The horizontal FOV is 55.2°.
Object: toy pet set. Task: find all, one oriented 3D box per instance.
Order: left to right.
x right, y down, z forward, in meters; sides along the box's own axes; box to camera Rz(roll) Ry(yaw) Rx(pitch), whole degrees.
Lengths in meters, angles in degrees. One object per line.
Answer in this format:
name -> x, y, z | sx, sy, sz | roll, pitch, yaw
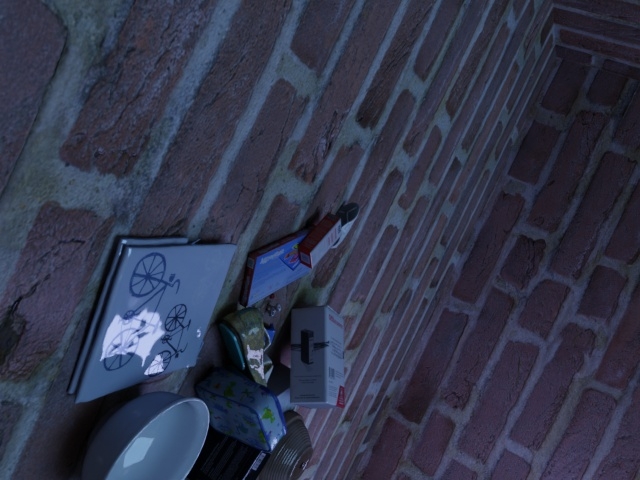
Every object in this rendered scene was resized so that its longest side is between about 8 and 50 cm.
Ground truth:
toy pet set -> -0.144, 0.208, 1.576 | 0.122, 0.065, 0.114 | -13, 125, -60

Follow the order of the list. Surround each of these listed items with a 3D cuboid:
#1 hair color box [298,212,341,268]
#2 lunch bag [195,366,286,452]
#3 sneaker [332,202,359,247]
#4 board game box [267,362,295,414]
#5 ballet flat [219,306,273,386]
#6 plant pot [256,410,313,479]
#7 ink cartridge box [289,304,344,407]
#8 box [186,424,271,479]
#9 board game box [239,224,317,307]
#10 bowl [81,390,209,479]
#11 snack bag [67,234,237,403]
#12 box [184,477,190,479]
hair color box -> 0.000, 0.000, 1.621 | 0.141, 0.043, 0.072 | -48, 151, -30
lunch bag -> -0.191, 0.411, 1.479 | 0.090, 0.218, 0.176 | -43, 131, -41
sneaker -> 0.062, -0.043, 1.771 | 0.152, 0.053, 0.061 | -55, 164, -4
board game box -> -0.176, 0.545, 1.808 | 0.224, 0.097, 0.304 | -20, 130, -56
ballet flat -> -0.174, 0.299, 1.535 | 0.123, 0.123, 0.349 | -43, 146, -38
plant pot -> -0.098, 0.635, 1.805 | 0.237, 0.109, 0.237 | -46, 151, -35
ink cartridge box -> -0.006, 0.345, 1.790 | 0.197, 0.114, 0.273 | 48, 39, -64
box -> -0.277, 0.603, 1.554 | 0.261, 0.184, 0.103 | -56, 158, -17
board game box -> -0.099, 0.060, 1.566 | 0.281, 0.027, 0.145 | -26, 137, -54
bowl -> -0.374, 0.419, 1.239 | 0.298, 0.134, 0.298 | -45, 150, -35
snack bag -> -0.312, 0.138, 1.207 | 0.342, 0.037, 0.323 | -4, 118, -62
box -> -0.362, 0.635, 1.417 | 0.182, 0.180, 0.119 | -55, 155, -18
